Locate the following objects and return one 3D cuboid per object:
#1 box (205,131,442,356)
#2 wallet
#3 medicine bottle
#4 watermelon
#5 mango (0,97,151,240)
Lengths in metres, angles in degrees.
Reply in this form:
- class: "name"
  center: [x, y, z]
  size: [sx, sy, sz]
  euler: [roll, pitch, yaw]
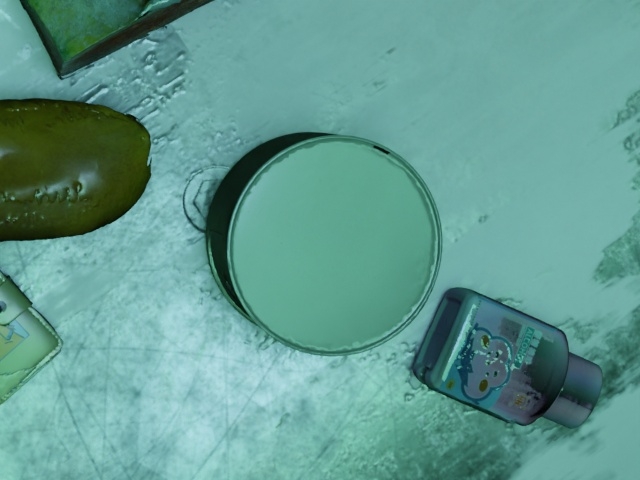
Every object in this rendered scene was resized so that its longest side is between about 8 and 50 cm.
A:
- class: "box"
  center: [0.000, 0.000, 1.738]
  size: [0.226, 0.149, 0.226]
  euler: [-1, 95, -13]
- class: "wallet"
  center: [-0.354, 0.087, 1.722]
  size: [0.110, 0.039, 0.155]
  euler: [-41, 103, -5]
- class: "medicine bottle"
  center: [0.211, 0.139, 1.827]
  size: [0.188, 0.094, 0.119]
  euler: [24, 88, -14]
- class: "watermelon"
  center: [-0.154, -0.285, 1.693]
  size: [0.305, 0.224, 0.180]
  euler: [-25, 144, -12]
- class: "mango"
  center: [-0.293, -0.075, 1.669]
  size: [0.249, 0.156, 0.151]
  euler: [-9, 61, -13]
